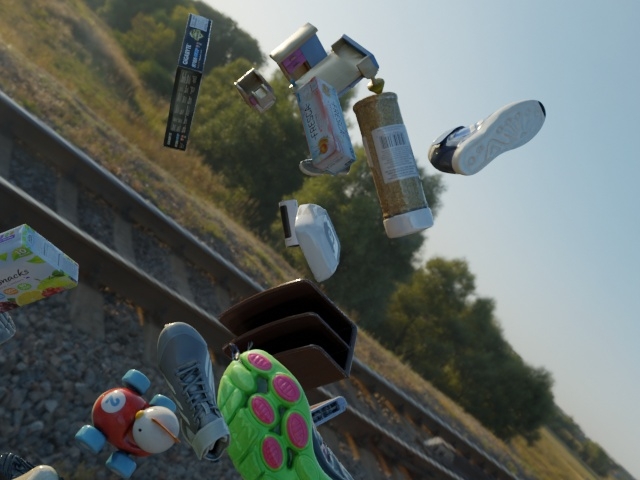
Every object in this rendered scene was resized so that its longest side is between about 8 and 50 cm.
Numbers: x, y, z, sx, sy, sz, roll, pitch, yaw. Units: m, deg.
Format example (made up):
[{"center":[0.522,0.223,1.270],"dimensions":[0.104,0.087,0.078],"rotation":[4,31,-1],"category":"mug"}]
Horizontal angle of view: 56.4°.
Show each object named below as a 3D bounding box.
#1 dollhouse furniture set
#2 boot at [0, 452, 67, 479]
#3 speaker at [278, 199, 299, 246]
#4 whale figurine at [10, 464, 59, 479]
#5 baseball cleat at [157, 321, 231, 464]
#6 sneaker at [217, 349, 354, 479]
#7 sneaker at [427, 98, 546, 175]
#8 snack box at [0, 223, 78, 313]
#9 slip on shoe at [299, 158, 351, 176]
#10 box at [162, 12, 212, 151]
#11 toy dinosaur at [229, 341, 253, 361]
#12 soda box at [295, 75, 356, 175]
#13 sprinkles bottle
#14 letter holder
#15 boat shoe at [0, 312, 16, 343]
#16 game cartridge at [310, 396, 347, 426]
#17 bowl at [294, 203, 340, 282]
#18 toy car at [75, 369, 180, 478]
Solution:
[{"center":[-0.005,-0.361,1.527],"dimensions":[0.303,0.286,0.198],"rotation":[49,-1,41],"category":"dollhouse furniture set"},{"center":[-0.665,0.588,1.291],"dimensions":[0.246,0.207,0.094],"rotation":[45,9,-25],"category":"boot"},{"center":[-0.085,-0.048,1.751],"dimensions":[0.055,0.055,0.136],"rotation":[25,55,-82],"category":"speaker"},{"center":[-0.319,0.395,0.658],"dimensions":[0.141,0.217,0.271],"rotation":[107,-33,-72],"category":"whale figurine"},{"center":[-0.159,0.208,0.799],"dimensions":[0.109,0.072,0.205],"rotation":[30,-43,51],"category":"baseball cleat"},{"center":[-0.053,0.442,1.163],"dimensions":[0.482,0.185,0.202],"rotation":[60,-14,8],"category":"sneaker"},{"center":[0.461,-0.312,1.745],"dimensions":[0.130,0.323,0.236],"rotation":[56,-6,-24],"category":"sneaker"},{"center":[-0.386,0.041,0.727],"dimensions":[0.100,0.141,0.037],"rotation":[59,14,-52],"category":"snack box"},{"center":[0.014,-0.181,1.424],"dimensions":[0.136,0.041,0.051],"rotation":[2,49,-27],"category":"slip on shoe"},{"center":[-0.275,-0.322,1.232],"dimensions":[0.051,0.220,0.175],"rotation":[11,52,-15],"category":"box"},{"center":[-0.183,0.252,1.279],"dimensions":[0.047,0.090,0.082],"rotation":[26,-8,-15],"category":"toy dinosaur"},{"center":[0.008,-0.215,1.117],"dimensions":[0.063,0.058,0.183],"rotation":[19,48,-45],"category":"soda box"},{"center":[0.183,-0.188,1.504],"dimensions":[0.121,0.121,0.355],"rotation":[17,58,-84],"category":"sprinkles bottle"},{"center":[-0.101,0.241,1.406],"dimensions":[0.214,0.302,0.152],"rotation":[48,35,-25],"category":"letter holder"},{"center":[-0.979,0.282,1.623],"dimensions":[0.355,0.130,0.132],"rotation":[-41,108,-84],"category":"boat shoe"},{"center":[-0.062,0.551,1.824],"dimensions":[0.294,0.196,0.060],"rotation":[3,60,-63],"category":"game cartridge"},{"center":[0.000,0.000,1.226],"dimensions":[0.142,0.053,0.142],"rotation":[-80,151,-62],"category":"bowl"},{"center":[-0.445,0.461,1.507],"dimensions":[0.238,0.219,0.210],"rotation":[-16,-60,44],"category":"toy car"}]
